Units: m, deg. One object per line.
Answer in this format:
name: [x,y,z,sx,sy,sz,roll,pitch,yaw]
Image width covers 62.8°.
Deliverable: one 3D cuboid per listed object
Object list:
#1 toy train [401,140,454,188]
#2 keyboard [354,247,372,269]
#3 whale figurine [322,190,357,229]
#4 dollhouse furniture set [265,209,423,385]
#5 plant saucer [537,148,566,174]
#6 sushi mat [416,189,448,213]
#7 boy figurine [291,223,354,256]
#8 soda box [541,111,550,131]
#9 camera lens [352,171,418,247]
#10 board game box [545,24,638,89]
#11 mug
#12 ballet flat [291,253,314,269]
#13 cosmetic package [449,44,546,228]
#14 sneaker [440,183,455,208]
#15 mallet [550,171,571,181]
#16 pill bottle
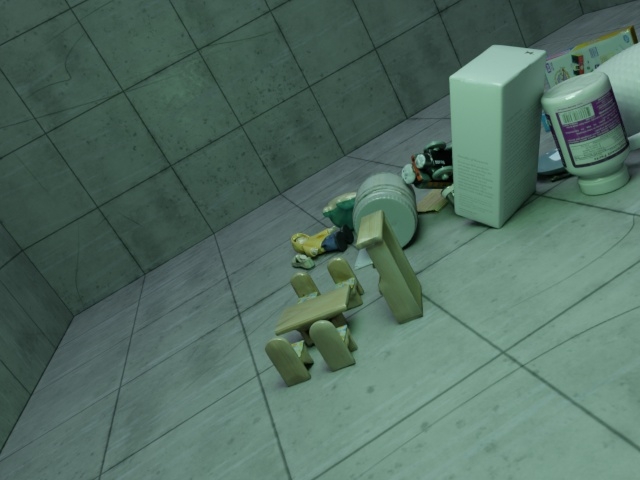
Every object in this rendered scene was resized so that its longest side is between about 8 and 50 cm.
toy train: [0.438,-0.244,1.808,0.334,0.142,0.190,-4,-21,-31]
keyboard: [0.173,0.030,1.882,0.072,0.014,0.256,-16,22,21]
whale figurine: [0.118,-0.119,2.076,0.216,0.141,0.272,-17,-4,-1]
dollhouse furniture set: [0.041,0.130,1.417,0.394,0.256,0.362,-23,19,18]
plant saucer: [0.772,-0.252,1.683,0.195,0.037,0.195,-27,15,8]
sushi mat: [0.474,-0.189,2.001,0.316,0.019,0.151,-41,20,-31]
boy figurine: [0.000,0.000,2.094,0.285,0.092,0.177,-5,32,45]
soda box: [0.947,-0.477,1.971,0.210,0.071,0.067,-5,30,51]
camera lens: [0.225,-0.104,1.820,0.219,0.219,0.274,-24,19,17]
board game box: [1.033,-0.628,1.978,0.317,0.242,0.064,-9,26,45]
mug: [0.935,-0.405,1.528,0.328,0.276,0.374,-15,40,54]
ballet flat: [-0.074,0.076,2.058,0.057,0.052,0.168,-38,20,-23]
cosmetic package: [0.502,-0.289,1.497,0.161,0.453,0.230,26,52,38]
sneaker: [0.523,-0.151,1.742,0.234,0.106,0.078,-15,-28,-16]
mallet: [0.788,-0.212,1.572,0.190,0.039,0.062,-23,15,30]
pill bottle: [0.725,-0.281,1.414,0.169,0.301,0.169,-26,20,10]
